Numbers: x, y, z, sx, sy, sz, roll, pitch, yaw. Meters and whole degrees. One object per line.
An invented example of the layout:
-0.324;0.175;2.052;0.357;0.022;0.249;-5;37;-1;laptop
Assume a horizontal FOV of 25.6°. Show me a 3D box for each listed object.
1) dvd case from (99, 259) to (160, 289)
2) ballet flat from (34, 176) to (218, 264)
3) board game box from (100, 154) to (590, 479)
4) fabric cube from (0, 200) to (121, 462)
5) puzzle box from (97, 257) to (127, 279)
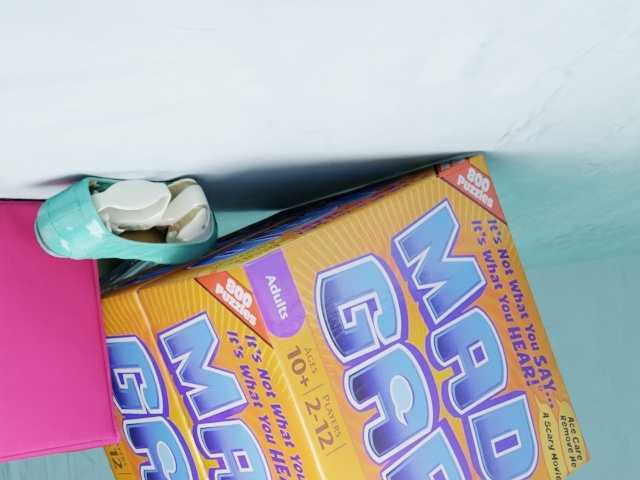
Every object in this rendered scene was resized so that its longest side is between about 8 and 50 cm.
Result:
-0.222;0.044;1.841;0.164;0.018;0.221;-36;170;6;dvd case
-0.158;-0.023;1.343;0.087;0.083;0.247;-29;166;33;ballet flat
-0.001;0.156;1.511;0.356;0.356;0.356;-25;-173;-40;board game box
-0.385;0.104;1.375;0.259;0.254;0.258;-13;172;35;fabric cube
-0.456;0.060;1.854;0.409;0.052;0.272;-9;174;10;puzzle box
